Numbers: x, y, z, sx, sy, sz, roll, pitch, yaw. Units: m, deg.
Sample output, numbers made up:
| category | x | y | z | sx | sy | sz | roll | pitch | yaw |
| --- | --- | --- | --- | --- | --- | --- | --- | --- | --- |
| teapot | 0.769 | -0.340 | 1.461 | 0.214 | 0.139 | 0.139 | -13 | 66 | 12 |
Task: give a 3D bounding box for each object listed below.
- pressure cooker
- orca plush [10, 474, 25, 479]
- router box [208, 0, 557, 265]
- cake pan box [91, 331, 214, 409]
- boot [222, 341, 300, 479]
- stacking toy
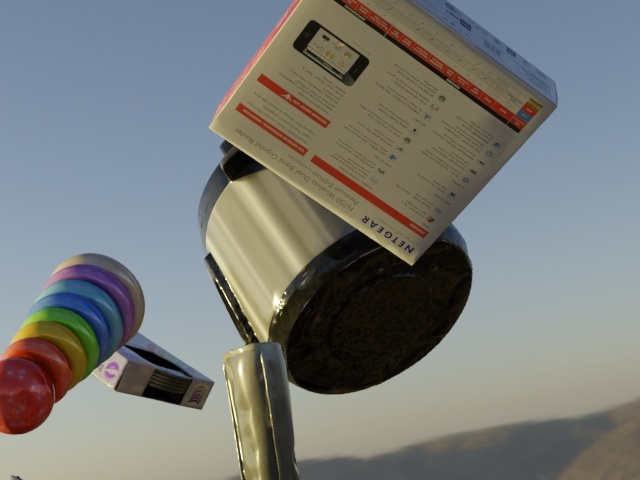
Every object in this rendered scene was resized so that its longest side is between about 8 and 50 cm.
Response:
| category | x | y | z | sx | sy | sz | roll | pitch | yaw |
| --- | --- | --- | --- | --- | --- | --- | --- | --- | --- |
| pressure cooker | 0.005 | -0.003 | 1.982 | 0.375 | 0.420 | 0.370 | -10 | -44 | -29 |
| orca plush | -0.425 | 0.511 | 2.031 | 0.151 | 0.102 | 0.287 | 3 | -36 | 32 |
| router box | 0.077 | -0.174 | 1.543 | 0.301 | 0.335 | 0.082 | -49 | 14 | 28 |
| cake pan box | -0.355 | 0.214 | 2.190 | 0.267 | 0.070 | 0.245 | 27 | 3 | 38 |
| boot | -0.057 | 0.211 | 1.130 | 0.076 | 0.208 | 0.189 | -12 | -15 | -25 |
| stacking toy | -0.333 | 0.133 | 1.500 | 0.141 | 0.141 | 0.330 | -13 | 16 | 15 |
